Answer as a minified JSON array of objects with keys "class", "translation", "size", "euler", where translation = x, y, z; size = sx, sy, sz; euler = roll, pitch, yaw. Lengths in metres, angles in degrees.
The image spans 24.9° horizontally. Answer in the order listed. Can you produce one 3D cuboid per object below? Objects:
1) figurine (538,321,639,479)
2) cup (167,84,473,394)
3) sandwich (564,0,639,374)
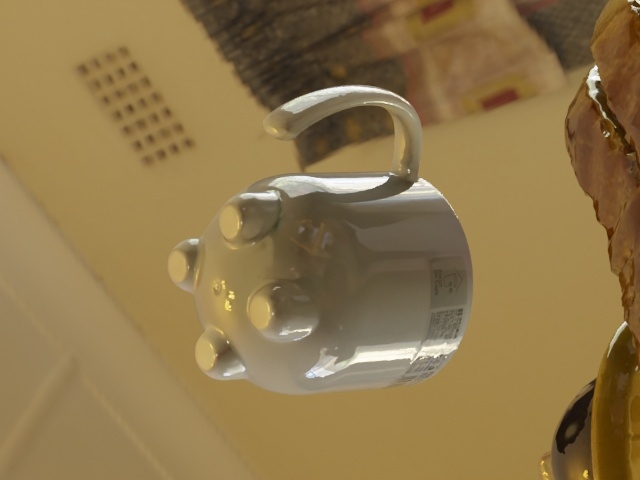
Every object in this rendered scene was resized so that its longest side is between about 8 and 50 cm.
[{"class":"figurine","translation":[0.173,0.159,0.757],"size":[0.167,0.257,0.192],"euler":[35,-144,6]},{"class":"cup","translation":[0.004,0.011,0.846],"size":[0.142,0.173,0.134],"euler":[-1,-132,-42]},{"class":"sandwich","translation":[0.231,0.011,0.525],"size":[0.288,0.100,0.254],"euler":[23,-147,-16]}]
